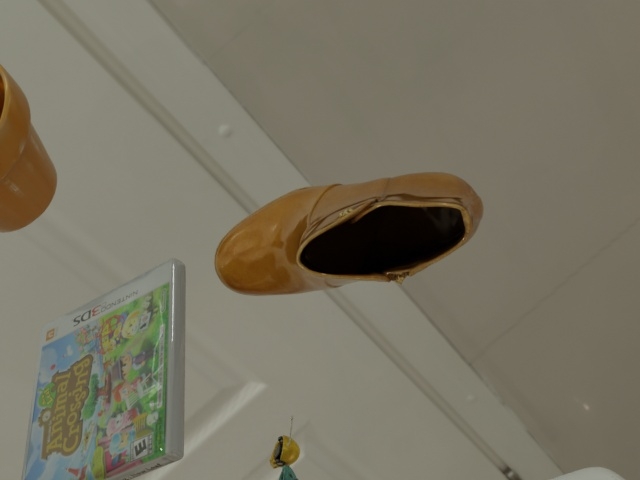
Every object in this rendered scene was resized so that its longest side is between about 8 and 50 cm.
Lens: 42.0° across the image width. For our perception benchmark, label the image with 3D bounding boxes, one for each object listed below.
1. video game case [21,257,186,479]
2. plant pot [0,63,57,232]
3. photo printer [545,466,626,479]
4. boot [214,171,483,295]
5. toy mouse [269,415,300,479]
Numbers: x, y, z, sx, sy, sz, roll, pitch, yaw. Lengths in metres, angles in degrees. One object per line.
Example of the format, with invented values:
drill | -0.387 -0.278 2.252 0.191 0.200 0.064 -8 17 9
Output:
video game case | -0.211 0.141 0.811 0.193 0.023 0.212 -26 48 23
plant pot | -0.439 -0.107 1.059 0.205 0.188 0.205 -5 64 11
photo printer | 0.361 0.473 1.250 0.307 0.107 0.256 -20 21 7
boot | 0.001 0.001 0.758 0.295 0.104 0.211 -16 4 17
toy mouse | -0.051 0.334 1.096 0.161 0.031 0.143 117 163 -45
